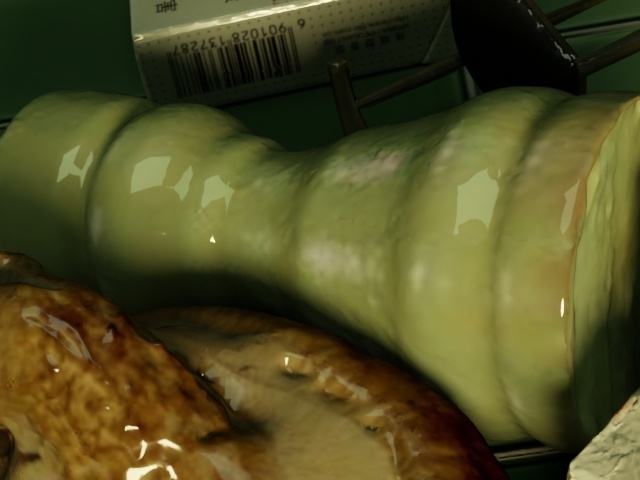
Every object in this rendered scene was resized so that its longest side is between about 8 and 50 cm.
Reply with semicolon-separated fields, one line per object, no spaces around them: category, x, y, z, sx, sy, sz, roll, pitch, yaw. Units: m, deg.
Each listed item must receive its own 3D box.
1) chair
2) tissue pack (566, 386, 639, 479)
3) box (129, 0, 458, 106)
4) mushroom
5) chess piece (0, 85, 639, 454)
chair;0.149;-0.133;1.140;0.272;0.166;0.188;-26;58;-10
tissue pack;0.204;0.182;0.767;0.148;0.196;0.092;28;56;37
box;0.000;-0.232;1.355;0.330;0.095;0.210;-13;42;2
mushroom;-0.076;0.162;0.813;0.345;0.259;0.345;-9;44;9
chess piece;0.000;0.000;1.011;0.442;0.234;0.234;6;44;30
